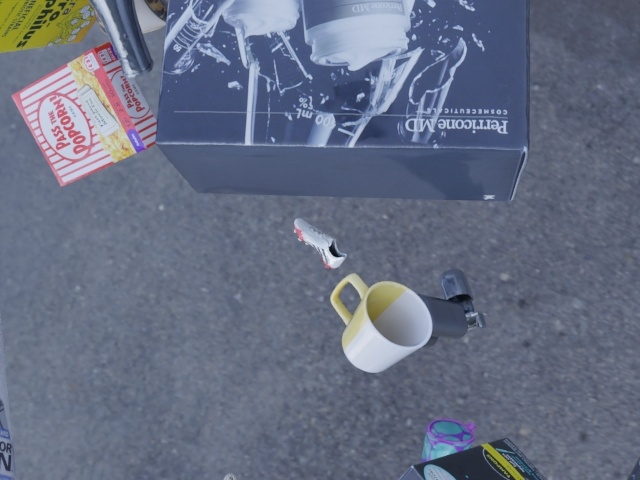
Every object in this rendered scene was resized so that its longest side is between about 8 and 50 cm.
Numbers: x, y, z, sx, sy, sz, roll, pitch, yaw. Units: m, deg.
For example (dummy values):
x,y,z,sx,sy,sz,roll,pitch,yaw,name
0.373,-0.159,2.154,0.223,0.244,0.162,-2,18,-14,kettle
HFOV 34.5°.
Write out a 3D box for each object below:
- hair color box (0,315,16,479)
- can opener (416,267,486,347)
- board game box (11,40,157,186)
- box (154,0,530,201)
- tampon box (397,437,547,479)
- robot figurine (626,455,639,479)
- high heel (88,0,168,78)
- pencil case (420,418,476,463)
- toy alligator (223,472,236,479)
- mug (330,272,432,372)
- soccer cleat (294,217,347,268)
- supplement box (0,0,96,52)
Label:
x,y,z,sx,sy,sz,roll,pitch,yaw,name
-0.503,0.227,1.365,0.110,0.185,0.338,-20,66,11,hair color box
0.131,0.078,1.240,0.076,0.283,0.095,-20,76,19,can opener
-0.319,-0.169,1.408,0.193,0.045,0.146,-18,104,40,board game box
0.033,-0.213,1.029,0.343,0.179,0.312,1,78,7,box
0.110,0.227,0.745,0.120,0.161,0.101,48,112,24,tampon box
0.510,0.379,1.345,0.278,0.174,0.209,98,174,-49,robot figurine
-0.245,-0.326,1.224,0.093,0.186,0.261,-17,35,-1,high heel
0.166,0.316,1.366,0.064,0.070,0.151,-139,49,-63,pencil case
-0.154,0.438,1.701,0.051,0.056,0.189,32,138,39,toy alligator
0.047,0.070,0.843,0.064,0.062,0.078,-53,43,46,mug
0.000,0.000,1.336,0.083,0.029,0.035,50,130,-3,soccer cleat
-0.512,-0.448,1.711,0.195,0.356,0.194,47,116,4,supplement box
